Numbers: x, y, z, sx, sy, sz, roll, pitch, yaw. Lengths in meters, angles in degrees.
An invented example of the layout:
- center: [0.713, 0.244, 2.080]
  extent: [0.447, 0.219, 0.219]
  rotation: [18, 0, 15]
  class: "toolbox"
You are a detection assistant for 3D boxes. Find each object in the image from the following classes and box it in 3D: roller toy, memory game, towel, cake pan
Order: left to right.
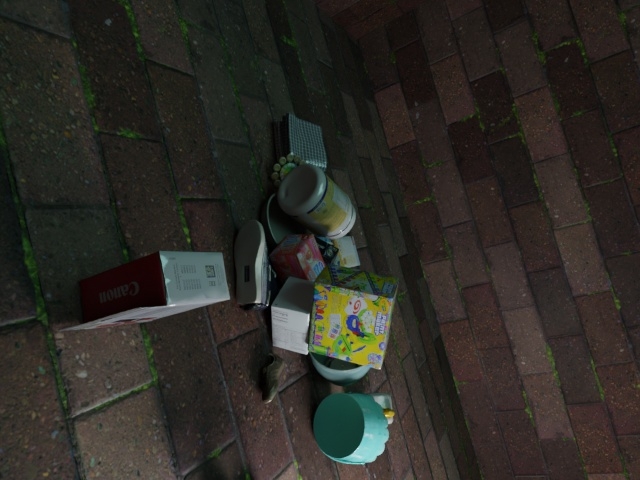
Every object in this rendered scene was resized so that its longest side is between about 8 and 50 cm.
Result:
- center: [-0.162, -0.065, 1.927]
  extent: [0.293, 0.054, 0.294]
  rotation: [37, 45, -48]
  class: "cake pan"
- center: [-0.142, -0.306, 2.005]
  extent: [0.186, 0.186, 0.012]
  rotation: [44, -4, -42]
  class: "memory game"
- center: [-0.092, -0.462, 2.118]
  extent: [0.234, 0.121, 0.284]
  rotation: [7, 68, -36]
  class: "towel"
- center: [0.239, 0.789, 2.030]
  extent: [0.191, 0.209, 0.147]
  rotation: [61, 24, -65]
  class: "roller toy"

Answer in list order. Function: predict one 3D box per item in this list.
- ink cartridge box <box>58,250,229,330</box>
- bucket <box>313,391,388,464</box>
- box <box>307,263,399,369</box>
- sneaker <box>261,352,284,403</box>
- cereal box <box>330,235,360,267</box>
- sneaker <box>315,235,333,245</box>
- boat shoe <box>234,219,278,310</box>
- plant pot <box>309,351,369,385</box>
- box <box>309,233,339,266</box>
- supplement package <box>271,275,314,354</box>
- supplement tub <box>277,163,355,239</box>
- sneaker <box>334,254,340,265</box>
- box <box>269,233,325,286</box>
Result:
- center: [-0.432, 0.122, 1.067]
  extent: [0.271, 0.309, 0.130]
  rotation: [5, 70, -60]
  class: "ink cartridge box"
- center: [0.116, 0.747, 1.765]
  extent: [0.183, 0.280, 0.282]
  rotation: [34, 47, -48]
  class: "bucket"
- center: [0.119, 0.271, 1.600]
  extent: [0.177, 0.278, 0.290]
  rotation: [-47, 146, -65]
  class: "box"
- center: [-0.189, 0.493, 1.582]
  extent: [0.071, 0.066, 0.189]
  rotation: [42, 33, -18]
  class: "sneaker"
- center: [0.132, 0.065, 2.392]
  extent: [0.240, 0.047, 0.173]
  rotation: [-2, 77, -62]
  class: "cereal box"
- center: [0.000, 0.000, 2.198]
  extent: [0.162, 0.063, 0.073]
  rotation: [18, 42, -62]
  class: "sneaker"
- center: [-0.235, 0.103, 1.655]
  extent: [0.158, 0.127, 0.341]
  rotation: [32, 56, -60]
  class: "boat shoe"
- center: [0.096, 0.499, 1.887]
  extent: [0.293, 0.292, 0.197]
  rotation: [-67, 159, -50]
  class: "plant pot"
- center: [-0.016, 0.081, 1.914]
  extent: [0.147, 0.180, 0.078]
  rotation: [29, 51, 8]
  class: "box"
- center: [-0.085, 0.286, 1.692]
  extent: [0.194, 0.149, 0.203]
  rotation: [-60, 157, -54]
  class: "supplement package"
- center: [-0.008, -0.161, 1.946]
  extent: [0.331, 0.240, 0.241]
  rotation: [36, 45, -49]
  class: "supplement tub"
- center: [0.031, 0.237, 2.056]
  extent: [0.182, 0.127, 0.316]
  rotation: [54, 40, -38]
  class: "sneaker"
- center: [-0.070, 0.137, 1.819]
  extent: [0.154, 0.142, 0.300]
  rotation: [-54, 132, -46]
  class: "box"
